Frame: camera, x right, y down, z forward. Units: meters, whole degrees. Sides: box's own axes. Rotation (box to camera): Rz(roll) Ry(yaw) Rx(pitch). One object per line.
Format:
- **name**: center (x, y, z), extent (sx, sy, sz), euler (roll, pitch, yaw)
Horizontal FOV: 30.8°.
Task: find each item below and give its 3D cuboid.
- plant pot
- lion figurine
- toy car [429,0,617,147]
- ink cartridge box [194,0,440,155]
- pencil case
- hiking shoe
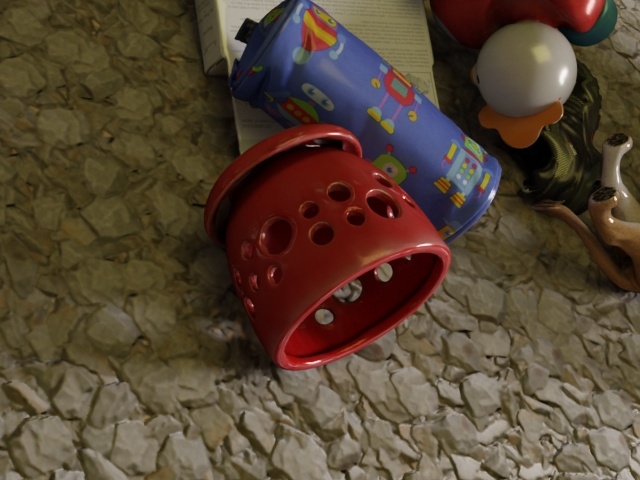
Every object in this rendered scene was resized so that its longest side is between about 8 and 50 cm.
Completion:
- **plant pot**: center (0.000, 0.000, 1.083), extent (0.191, 0.191, 0.174), euler (-13, 59, -34)
- **lion figurine**: center (0.445, -0.035, 1.345), extent (0.392, 0.240, 0.142), euler (-24, 32, -1)
- **toy car**: center (0.217, -0.220, 1.336), extent (0.219, 0.210, 0.238), euler (32, 63, -55)
- **ink cartridge box**: center (0.004, -0.196, 1.300), extent (0.275, 0.060, 0.239), euler (-3, 79, -30)
- **pencil case**: center (0.040, -0.118, 1.195), extent (0.306, 0.133, 0.119), euler (38, 31, -17)
- **hiking shoe**: center (0.271, -0.143, 1.387), extent (0.114, 0.086, 0.227), euler (14, 54, -24)
